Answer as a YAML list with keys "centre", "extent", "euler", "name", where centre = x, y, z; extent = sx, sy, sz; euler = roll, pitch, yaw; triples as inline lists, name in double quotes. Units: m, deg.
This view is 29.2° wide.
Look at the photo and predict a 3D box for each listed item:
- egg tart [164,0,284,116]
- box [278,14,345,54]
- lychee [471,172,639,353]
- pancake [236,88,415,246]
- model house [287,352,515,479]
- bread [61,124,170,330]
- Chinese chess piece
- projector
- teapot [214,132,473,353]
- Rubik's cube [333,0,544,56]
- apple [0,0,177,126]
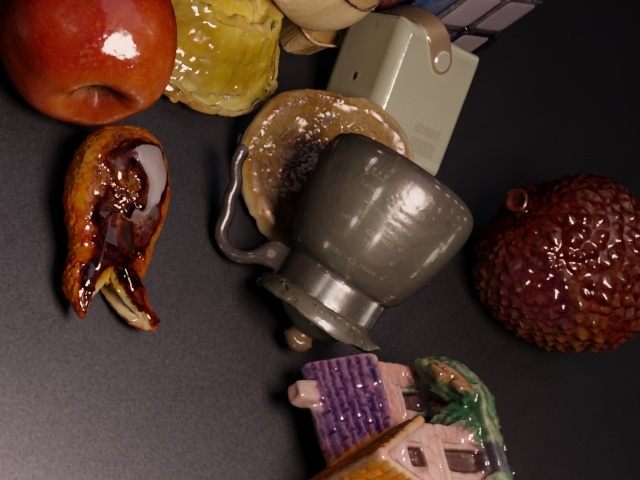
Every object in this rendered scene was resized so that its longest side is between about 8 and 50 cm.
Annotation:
- centre: [-0.161, -0.339, 1.753]
  extent: [0.345, 0.132, 0.345]
  euler: [27, 49, -36]
  name: "egg tart"
- centre: [-0.026, -0.375, 1.942]
  extent: [0.111, 0.111, 0.177]
  euler: [-3, 68, -48]
  name: "box"
- centre: [0.392, 0.037, 1.962]
  extent: [0.330, 0.306, 0.306]
  euler: [51, 38, -19]
  name: "lychee"
- centre: [0.012, -0.086, 1.747]
  extent: [0.282, 0.049, 0.282]
  euler: [2, 84, -19]
  name: "pancake"
- centre: [0.083, 0.257, 1.552]
  extent: [0.237, 0.202, 0.237]
  euler: [12, 56, -43]
  name: "model house"
- centre: [-0.251, -0.022, 1.481]
  extent: [0.139, 0.095, 0.269]
  euler: [20, 66, -36]
  name: "bread"
- centre: [-0.005, -0.434, 1.797]
  extent: [0.257, 0.104, 0.257]
  euler: [36, 46, -48]
  name: "Chinese chess piece"
- centre: [0.120, -0.237, 1.894]
  extent: [0.177, 0.163, 0.242]
  euler: [18, 91, -40]
  name: "projector"
- centre: [0.011, 0.006, 1.607]
  extent: [0.305, 0.223, 0.285]
  euler: [34, 86, -21]
  name: "teapot"
- centre: [0.185, -0.532, 2.078]
  extent: [0.363, 0.362, 0.358]
  euler: [-2, 70, -47]
  name: "Rubik's cube"
- centre: [-0.283, -0.253, 1.494]
  extent: [0.218, 0.218, 0.201]
  euler: [12, 62, -43]
  name: "apple"
